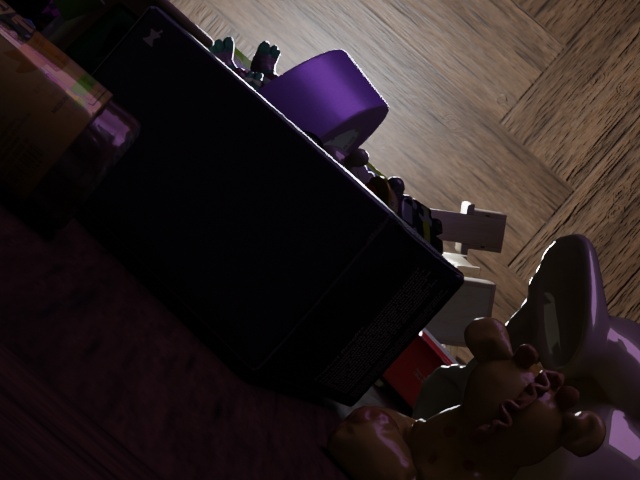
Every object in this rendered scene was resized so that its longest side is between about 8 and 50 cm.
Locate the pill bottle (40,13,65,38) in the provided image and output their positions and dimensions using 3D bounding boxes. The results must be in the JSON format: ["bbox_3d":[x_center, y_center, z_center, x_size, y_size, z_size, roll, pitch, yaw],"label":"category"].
[{"bbox_3d":[-0.247,-0.169,1.824,0.208,0.119,0.119,40,3,-27],"label":"pill bottle"}]

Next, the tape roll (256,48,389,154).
[{"bbox_3d":[-0.051,-0.112,1.863,0.090,0.275,0.275,53,4,8],"label":"tape roll"}]

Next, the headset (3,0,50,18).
[{"bbox_3d":[-0.365,-0.344,1.725,0.394,0.185,0.243,24,14,18],"label":"headset"}]

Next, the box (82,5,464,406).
[{"bbox_3d":[-0.059,-0.020,1.390,0.296,0.183,0.294,42,2,21],"label":"box"}]

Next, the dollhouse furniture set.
[{"bbox_3d":[0.165,0.069,2.504,0.174,0.303,0.355,8,6,-6],"label":"dollhouse furniture set"}]

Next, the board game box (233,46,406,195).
[{"bbox_3d":[-0.070,-0.094,2.151,0.347,0.078,0.233,40,43,-5],"label":"board game box"}]

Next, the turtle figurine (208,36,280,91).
[{"bbox_3d":[-0.061,-0.180,2.080,0.175,0.118,0.234,20,28,-48],"label":"turtle figurine"}]

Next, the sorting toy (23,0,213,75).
[{"bbox_3d":[-0.199,-0.142,1.395,0.047,0.196,0.348,55,8,20],"label":"sorting toy"}]

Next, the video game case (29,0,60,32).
[{"bbox_3d":[-0.264,-0.226,1.935,0.232,0.042,0.210,17,-23,24],"label":"video game case"}]

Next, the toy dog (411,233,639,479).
[{"bbox_3d":[0.350,0.232,1.466,0.408,0.284,0.395,24,25,-22],"label":"toy dog"}]

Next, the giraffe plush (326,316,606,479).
[{"bbox_3d":[0.124,0.158,1.221,0.181,0.170,0.210,41,3,-11],"label":"giraffe plush"}]

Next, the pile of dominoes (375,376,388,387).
[{"bbox_3d":[0.001,0.089,1.959,0.251,0.040,0.196,40,3,-13],"label":"pile of dominoes"}]

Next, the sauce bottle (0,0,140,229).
[{"bbox_3d":[-0.291,-0.154,1.122,0.344,0.111,0.111,41,3,-10],"label":"sauce bottle"}]

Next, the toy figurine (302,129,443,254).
[{"bbox_3d":[0.000,0.000,1.635,0.148,0.209,0.213,30,9,-46],"label":"toy figurine"}]

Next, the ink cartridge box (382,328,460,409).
[{"bbox_3d":[0.138,0.176,1.960,0.134,0.078,0.231,47,3,-2],"label":"ink cartridge box"}]
